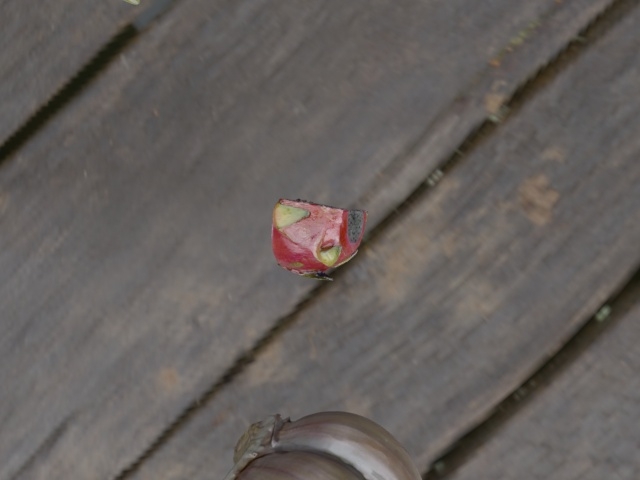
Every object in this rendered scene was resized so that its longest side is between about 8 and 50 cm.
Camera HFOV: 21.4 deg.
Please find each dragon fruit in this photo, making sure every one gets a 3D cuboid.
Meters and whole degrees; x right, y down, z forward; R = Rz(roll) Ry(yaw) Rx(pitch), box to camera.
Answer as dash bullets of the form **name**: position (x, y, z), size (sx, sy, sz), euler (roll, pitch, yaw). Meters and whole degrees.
- **dragon fruit**: position (0.000, 0.000, 1.295), size (0.056, 0.083, 0.060), euler (15, 93, 24)

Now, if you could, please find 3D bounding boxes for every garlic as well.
- **garlic**: position (-0.012, 0.239, 1.350), size (0.191, 0.214, 0.160), euler (37, 127, 5)

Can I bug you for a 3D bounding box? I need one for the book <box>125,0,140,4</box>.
- **book**: position (-0.122, -0.204, 0.675), size (0.192, 0.013, 0.168), euler (20, 99, -35)
